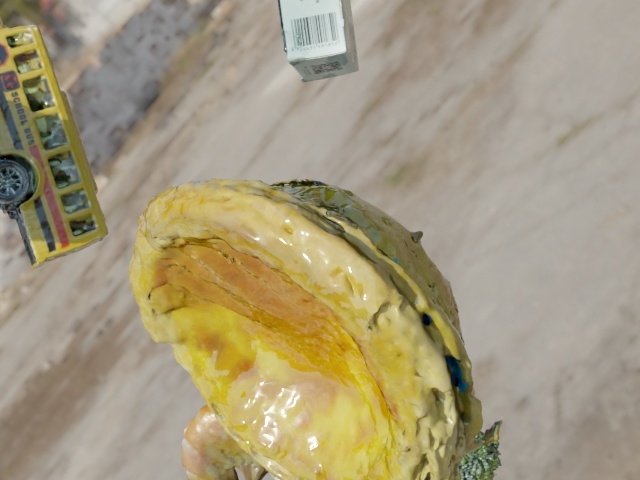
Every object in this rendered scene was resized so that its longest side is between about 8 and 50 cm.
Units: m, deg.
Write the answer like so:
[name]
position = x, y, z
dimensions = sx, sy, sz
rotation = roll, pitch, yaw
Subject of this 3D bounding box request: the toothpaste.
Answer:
[toothpaste]
position = -0.018, -0.335, 1.621
dimensions = 0.067, 0.336, 0.081
rotation = -9, -11, 9

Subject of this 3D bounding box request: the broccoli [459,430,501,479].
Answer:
[broccoli]
position = 0.164, 0.328, 2.414
dimensions = 0.226, 0.198, 0.176
rotation = -28, -8, 9

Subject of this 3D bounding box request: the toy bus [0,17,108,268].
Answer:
[toy bus]
position = -0.348, -0.139, 1.852
dimensions = 0.123, 0.335, 0.121
rotation = -18, 0, -12

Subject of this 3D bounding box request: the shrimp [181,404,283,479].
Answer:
[shrimp]
position = -0.043, 0.269, 1.797
dimensions = 0.150, 0.249, 0.068
rotation = -63, -2, 23

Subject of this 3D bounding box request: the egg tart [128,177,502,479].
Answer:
[egg tart]
position = -0.003, 0.077, 1.465
dimensions = 0.169, 0.388, 0.388
rotation = -48, 10, -33
